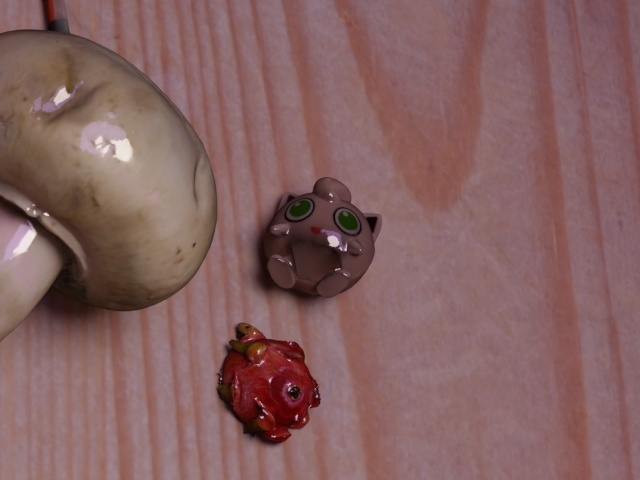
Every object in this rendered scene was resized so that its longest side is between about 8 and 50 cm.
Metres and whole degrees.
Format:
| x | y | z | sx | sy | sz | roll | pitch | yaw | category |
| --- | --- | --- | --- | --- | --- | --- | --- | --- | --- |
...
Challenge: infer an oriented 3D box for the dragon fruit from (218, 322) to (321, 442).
| x | y | z | sx | sy | sz | roll | pitch | yaw | category |
| --- | --- | --- | --- | --- | --- | --- | --- | --- | --- |
| -0.048 | 0.151 | 1.920 | 0.112 | 0.068 | 0.126 | 23 | 59 | -22 | dragon fruit |

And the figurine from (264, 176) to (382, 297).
| x | y | z | sx | sy | sz | roll | pitch | yaw | category |
| --- | --- | --- | --- | --- | --- | --- | --- | --- | --- |
| 0.000 | 0.000 | 1.980 | 0.125 | 0.125 | 0.138 | 34 | 43 | -12 | figurine |

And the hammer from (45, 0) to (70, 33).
| x | y | z | sx | sy | sz | roll | pitch | yaw | category |
| --- | --- | --- | --- | --- | --- | --- | --- | --- | --- |
| -0.290 | -0.238 | 1.979 | 0.111 | 0.033 | 0.288 | -1 | 69 | -30 | hammer |

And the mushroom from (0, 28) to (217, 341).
| x | y | z | sx | sy | sz | roll | pitch | yaw | category |
| --- | --- | --- | --- | --- | --- | --- | --- | --- | --- |
| -0.256 | -0.039 | 1.775 | 0.315 | 0.356 | 0.315 | 19 | 28 | -10 | mushroom |
